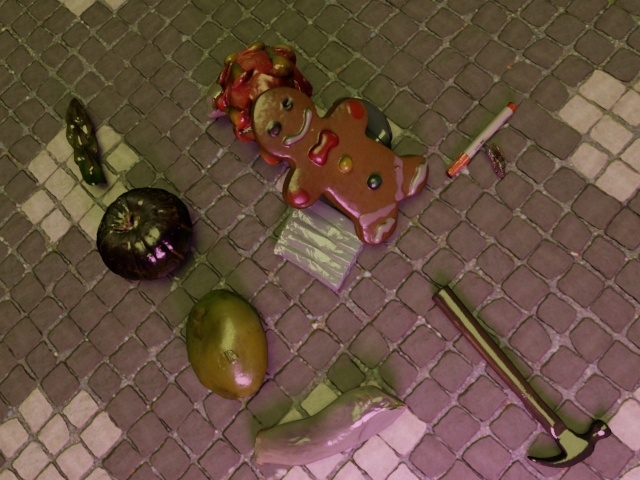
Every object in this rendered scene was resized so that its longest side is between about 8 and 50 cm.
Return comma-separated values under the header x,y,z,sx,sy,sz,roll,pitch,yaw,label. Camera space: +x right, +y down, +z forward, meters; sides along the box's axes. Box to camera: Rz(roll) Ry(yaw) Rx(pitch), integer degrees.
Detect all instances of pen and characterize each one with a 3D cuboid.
x,y,z,sx,sy,sz,roll,pitch,yaw,label
0.387,-0.242,1.308,0.028,0.028,0.239,42,84,17,pen

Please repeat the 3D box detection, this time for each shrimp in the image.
x,y,z,sx,sy,sz,roll,pitch,yaw,label
0.419,-0.195,1.286,0.038,0.029,0.092,-26,89,-16,shrimp

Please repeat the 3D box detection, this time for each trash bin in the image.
x,y,z,sx,sy,sz,roll,pitch,yaw,label
0.060,-0.231,1.325,0.176,0.101,0.236,42,87,15,trash bin

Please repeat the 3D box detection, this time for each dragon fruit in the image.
x,y,z,sx,sy,sz,roll,pitch,yaw,label
-0.127,-0.327,1.304,0.227,0.243,0.307,2,89,-31,dragon fruit

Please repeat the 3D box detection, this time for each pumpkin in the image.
x,y,z,sx,sy,sz,roll,pitch,yaw,label
-0.426,-0.017,1.315,0.238,0.159,0.238,-4,75,14,pumpkin

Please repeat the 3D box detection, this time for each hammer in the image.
x,y,z,sx,sy,sz,roll,pitch,yaw,label
0.399,0.276,1.160,0.168,0.044,0.440,-37,72,-3,hammer

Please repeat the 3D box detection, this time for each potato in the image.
x,y,z,sx,sy,sz,roll,pitch,yaw,label
-0.212,0.231,1.219,0.186,0.148,0.253,-27,72,-1,potato

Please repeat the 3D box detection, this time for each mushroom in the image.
x,y,z,sx,sy,sz,roll,pitch,yaw,label
0.016,0.403,1.163,0.351,0.097,0.109,-25,72,5,mushroom
-0.226,-0.403,1.418,0.088,0.097,0.212,37,84,29,mushroom

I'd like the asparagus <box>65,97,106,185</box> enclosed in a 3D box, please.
x,y,z,sx,sy,sz,roll,pitch,yaw,label
-0.639,-0.261,1.463,0.080,0.080,0.287,-20,76,4,asparagus

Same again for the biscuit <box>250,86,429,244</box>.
x,y,z,sx,sy,sz,roll,pitch,yaw,label
0.035,-0.177,1.194,0.432,0.064,0.283,36,84,-20,biscuit

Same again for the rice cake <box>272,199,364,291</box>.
x,y,z,sx,sy,sz,roll,pitch,yaw,label
0.000,0.000,1.302,0.198,0.037,0.189,26,81,14,rice cake
